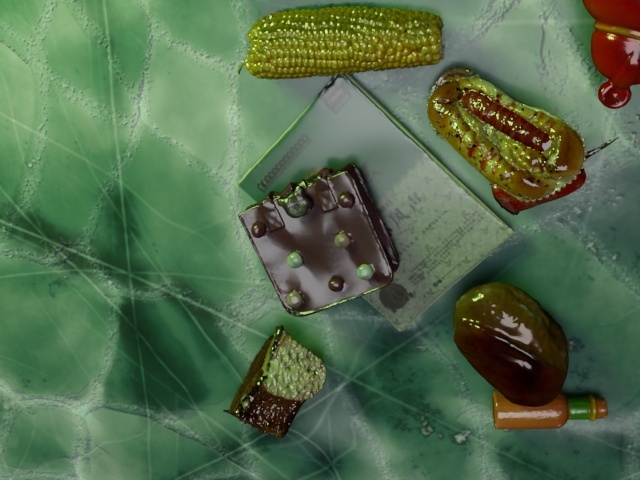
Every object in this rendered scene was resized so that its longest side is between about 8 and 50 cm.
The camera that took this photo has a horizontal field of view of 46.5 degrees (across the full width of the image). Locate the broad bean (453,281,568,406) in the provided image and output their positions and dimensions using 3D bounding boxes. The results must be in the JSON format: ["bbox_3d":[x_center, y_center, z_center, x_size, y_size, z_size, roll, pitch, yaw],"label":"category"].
[{"bbox_3d":[0.309,0.166,1.206,0.156,0.122,0.228,-34,97,38],"label":"broad bean"}]

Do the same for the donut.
[{"bbox_3d":[-0.077,0.253,1.315,0.126,0.144,0.186,32,82,-10],"label":"donut"}]

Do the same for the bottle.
[{"bbox_3d":[0.389,0.287,1.268,0.187,0.069,0.069,-2,111,7],"label":"bottle"}]

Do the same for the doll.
[{"bbox_3d":[0.437,-0.347,0.962,0.183,0.160,0.362,13,113,3],"label":"doll"}]

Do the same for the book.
[{"bbox_3d":[0.085,-0.054,1.205,0.379,0.031,0.264,41,113,-7],"label":"book"}]

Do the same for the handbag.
[{"bbox_3d":[0.000,0.001,1.187,0.203,0.074,0.216,-21,106,18],"label":"handbag"}]

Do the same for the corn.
[{"bbox_3d":[0.023,-0.292,1.088,0.311,0.101,0.101,-4,110,11],"label":"corn"}]

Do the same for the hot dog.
[{"bbox_3d":[0.259,-0.154,1.072,0.253,0.069,0.131,41,104,22],"label":"hot dog"}]

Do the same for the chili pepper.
[{"bbox_3d":[0.353,-0.107,1.110,0.192,0.086,0.084,-27,76,28],"label":"chili pepper"}]
